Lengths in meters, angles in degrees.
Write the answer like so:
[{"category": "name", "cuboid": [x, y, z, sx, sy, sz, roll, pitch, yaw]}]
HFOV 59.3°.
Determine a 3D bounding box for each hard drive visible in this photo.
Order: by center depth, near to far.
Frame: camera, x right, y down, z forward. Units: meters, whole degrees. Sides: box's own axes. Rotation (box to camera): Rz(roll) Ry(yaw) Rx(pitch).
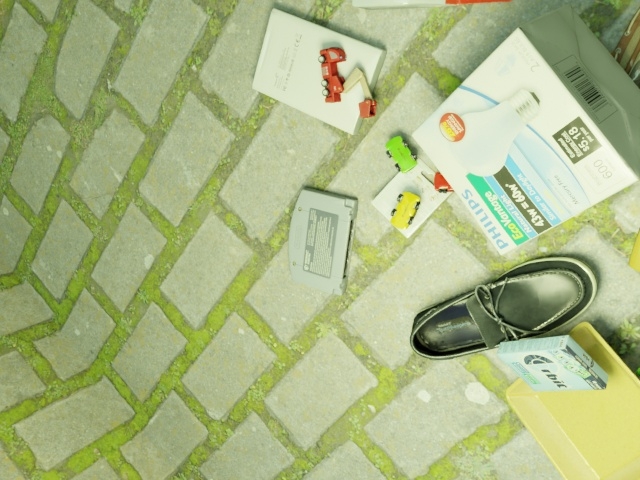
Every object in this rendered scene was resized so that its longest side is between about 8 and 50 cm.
[{"category": "hard drive", "cuboid": [-0.013, -0.471, 1.562, 0.353, 0.047, 0.232, 29, 116, 21]}]

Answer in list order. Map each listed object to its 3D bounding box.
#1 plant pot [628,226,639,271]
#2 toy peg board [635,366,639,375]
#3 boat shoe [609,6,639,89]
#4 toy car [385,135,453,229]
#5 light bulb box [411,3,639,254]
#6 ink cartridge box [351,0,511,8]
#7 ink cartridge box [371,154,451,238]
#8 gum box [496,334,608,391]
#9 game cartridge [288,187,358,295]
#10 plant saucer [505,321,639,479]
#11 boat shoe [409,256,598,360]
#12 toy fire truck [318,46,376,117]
[{"category": "plant pot", "cuboid": [0.764, -0.011, 1.163, 0.212, 0.212, 0.187, 31, 129, 19]}, {"category": "toy peg board", "cuboid": [0.779, 0.251, 1.246, 0.079, 0.161, 0.160, 30, 117, 36]}, {"category": "boat shoe", "cuboid": [0.653, -0.355, 1.189, 0.116, 0.123, 0.324, 62, 140, 42]}, {"category": "toy car", "cuboid": [0.249, -0.172, 1.472, 0.239, 0.053, 0.224, -33, 80, 14]}, {"category": "light bulb box", "cuboid": [0.451, -0.219, 1.191, 0.357, 0.225, 0.361, 55, 145, 7]}, {"category": "ink cartridge box", "cuboid": [0.262, -0.713, 1.316, 0.385, 0.091, 0.307, 10, 108, 28]}, {"category": "ink cartridge box", "cuboid": [0.248, -0.117, 1.523, 0.145, 0.045, 0.179, 46, 102, 12]}, {"category": "gum box", "cuboid": [0.530, 0.286, 1.296, 0.157, 0.041, 0.184, 42, 148, -17]}, {"category": "game cartridge", "cuboid": [0.000, 0.000, 1.677, 0.198, 0.062, 0.297, 18, 111, 29]}, {"category": "plant saucer", "cuboid": [0.649, 0.409, 1.329, 0.332, 0.081, 0.332, 59, 137, 33]}, {"category": "boat shoe", "cuboid": [0.441, 0.188, 1.418, 0.500, 0.156, 0.186, -25, 88, 31]}, {"category": "toy fire truck", "cuboid": [0.071, -0.413, 1.473, 0.135, 0.047, 0.191, -1, 101, 29]}]
